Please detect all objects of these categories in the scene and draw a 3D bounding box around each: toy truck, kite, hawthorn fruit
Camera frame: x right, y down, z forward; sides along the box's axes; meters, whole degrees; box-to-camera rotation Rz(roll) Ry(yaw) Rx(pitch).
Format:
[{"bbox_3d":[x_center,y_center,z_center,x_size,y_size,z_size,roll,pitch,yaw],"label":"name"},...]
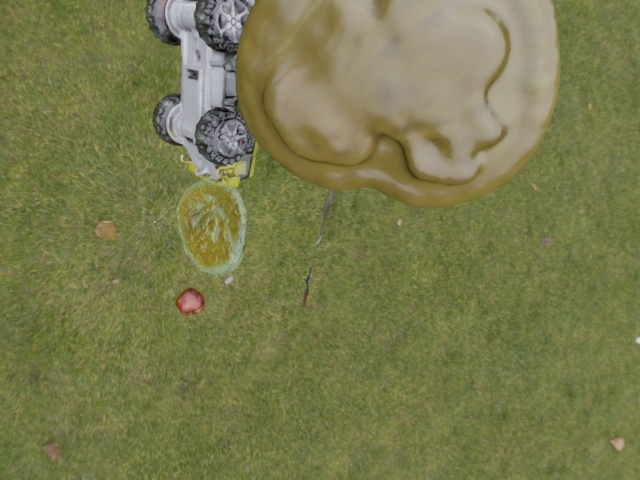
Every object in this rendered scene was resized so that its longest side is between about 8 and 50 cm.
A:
[{"bbox_3d":[-0.120,-0.204,0.530,0.111,0.136,0.286,-17,122,-43],"label":"toy truck"},{"bbox_3d":[-0.004,-0.001,1.182,0.022,0.204,0.361,13,88,-5],"label":"kite"},{"bbox_3d":[-0.399,0.190,1.417,0.092,0.093,0.093,-1,92,-20],"label":"hawthorn fruit"}]

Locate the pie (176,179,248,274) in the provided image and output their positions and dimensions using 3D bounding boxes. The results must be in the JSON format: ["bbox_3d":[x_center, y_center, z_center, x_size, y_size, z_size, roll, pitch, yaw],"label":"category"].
[{"bbox_3d":[-0.331,-0.047,1.452,0.070,0.322,0.324,-6,95,-56],"label":"pie"}]

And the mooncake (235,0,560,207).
[{"bbox_3d":[0.057,-0.136,0.343,0.234,0.234,0.117,37,40,-17],"label":"mooncake"}]
